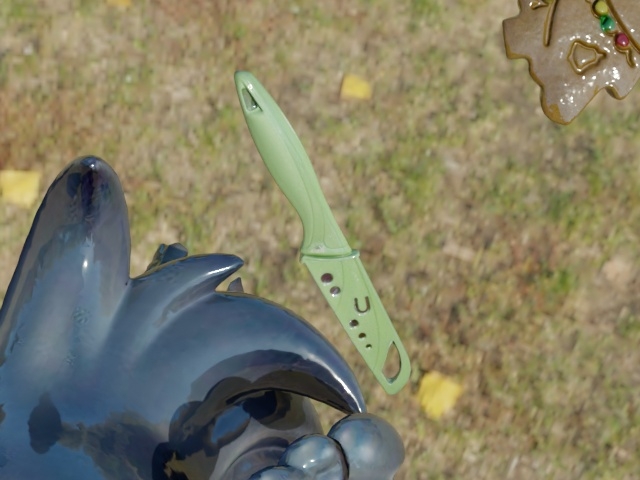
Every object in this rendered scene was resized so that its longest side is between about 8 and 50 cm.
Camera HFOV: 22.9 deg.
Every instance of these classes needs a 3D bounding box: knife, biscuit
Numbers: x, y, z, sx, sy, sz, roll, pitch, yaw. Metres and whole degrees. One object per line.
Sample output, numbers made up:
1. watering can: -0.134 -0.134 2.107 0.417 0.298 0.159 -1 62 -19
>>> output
1. knife: 0.000 0.000 0.821 0.030 0.207 0.014 -25 26 6
2. biscuit: 0.124 -0.093 0.688 0.092 0.016 0.082 -6 91 -7

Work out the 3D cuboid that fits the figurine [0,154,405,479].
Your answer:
1. figurine: -0.086 0.105 0.574 0.175 0.197 0.265 30 73 -3
